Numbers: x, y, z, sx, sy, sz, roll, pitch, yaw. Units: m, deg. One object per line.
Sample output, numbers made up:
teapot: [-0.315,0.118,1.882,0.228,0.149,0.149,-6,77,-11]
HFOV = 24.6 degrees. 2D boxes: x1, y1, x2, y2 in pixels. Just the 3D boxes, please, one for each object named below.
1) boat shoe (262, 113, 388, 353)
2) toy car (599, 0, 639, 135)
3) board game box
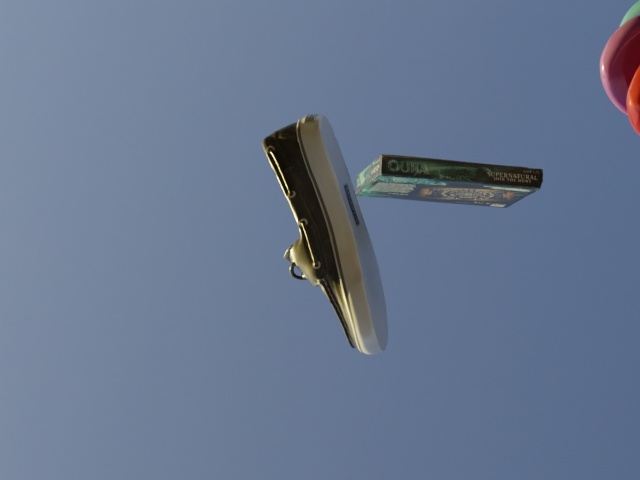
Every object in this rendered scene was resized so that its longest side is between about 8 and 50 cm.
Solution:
boat shoe: [0.000,0.000,1.358,0.076,0.080,0.228,-17,-87,15]
toy car: [0.263,-0.115,1.009,0.136,0.159,0.182,-3,-147,-6]
board game box: [0.143,-0.066,1.661,0.186,0.126,0.026,4,-100,-12]
